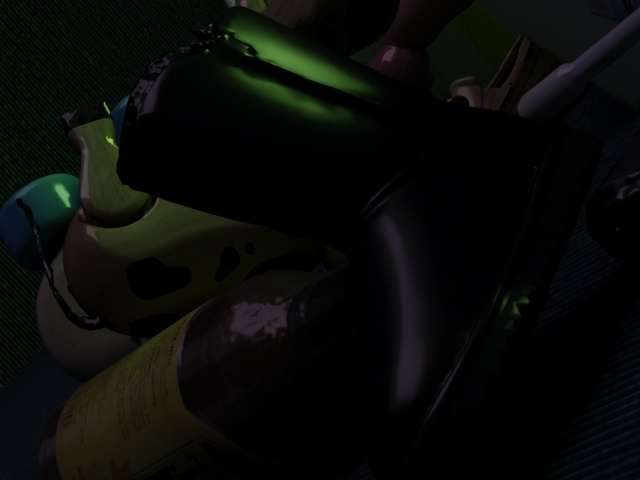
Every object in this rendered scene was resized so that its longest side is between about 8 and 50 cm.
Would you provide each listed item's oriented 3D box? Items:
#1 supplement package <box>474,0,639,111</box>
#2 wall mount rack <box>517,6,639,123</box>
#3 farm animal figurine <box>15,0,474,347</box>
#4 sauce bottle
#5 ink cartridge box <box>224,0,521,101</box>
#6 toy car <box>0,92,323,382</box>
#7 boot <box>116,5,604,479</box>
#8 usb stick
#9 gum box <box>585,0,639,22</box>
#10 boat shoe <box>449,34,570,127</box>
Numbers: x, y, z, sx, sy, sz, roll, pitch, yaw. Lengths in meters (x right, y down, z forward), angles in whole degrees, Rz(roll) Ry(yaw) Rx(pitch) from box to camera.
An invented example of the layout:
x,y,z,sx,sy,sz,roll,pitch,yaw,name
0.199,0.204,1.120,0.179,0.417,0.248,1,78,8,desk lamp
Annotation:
x,y,z,sx,sy,sz,roll,pitch,yaw,name
0.191,-0.232,1.303,0.177,0.175,0.293,-56,3,17,supplement package
0.126,-0.146,0.780,0.304,0.350,0.130,7,71,58,wall mount rack
-0.019,-0.034,1.129,0.327,0.172,0.330,-26,-32,11,farm animal figurine
-0.041,0.083,1.061,0.111,0.111,0.344,-47,8,-38,sauce bottle
0.116,-0.259,1.673,0.385,0.160,0.279,-42,36,8,ink cartridge box
-0.084,0.034,1.458,0.210,0.219,0.238,-41,-21,9,toy car
0.000,0.000,0.856,0.246,0.207,0.094,-62,-13,-47,boot
0.208,-0.078,0.956,0.077,0.045,0.278,-30,12,42,usb stick
0.243,-0.166,1.001,0.184,0.041,0.157,-29,20,-8,gum box
0.116,-0.084,1.376,0.068,0.072,0.190,-34,11,47,boat shoe
